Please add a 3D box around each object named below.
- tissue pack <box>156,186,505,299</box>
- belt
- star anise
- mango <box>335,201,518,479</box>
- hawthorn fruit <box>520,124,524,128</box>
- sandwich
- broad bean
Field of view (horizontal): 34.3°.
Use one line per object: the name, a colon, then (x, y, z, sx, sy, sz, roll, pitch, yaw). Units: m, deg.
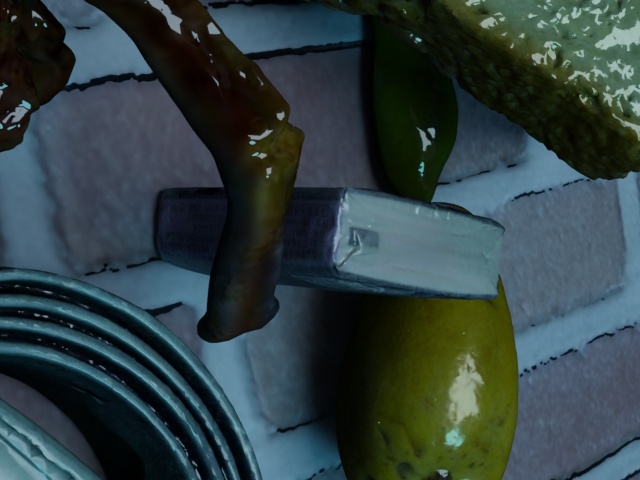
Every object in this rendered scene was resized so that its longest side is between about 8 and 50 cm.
tissue pack: (0.000, 0.000, 0.537, 0.112, 0.156, 0.051, 10, 86, -40)
belt: (-0.125, 0.128, 0.451, 0.267, 0.116, 0.206, 39, 59, -29)
star anise: (-0.116, -0.099, 0.408, 0.346, 0.148, 0.237, 61, 10, -15)
mango: (0.061, 0.069, 0.613, 0.098, 0.137, 0.195, 4, 66, -7)
hawthorn fruit: (0.164, -0.167, 0.699, 0.162, 0.162, 0.203, -40, 96, -34)
sandwich: (0.103, -0.204, 0.583, 0.288, 0.099, 0.254, 32, 73, -1)
broad bean: (0.052, -0.139, 0.658, 0.065, 0.046, 0.254, -12, 94, -24)
